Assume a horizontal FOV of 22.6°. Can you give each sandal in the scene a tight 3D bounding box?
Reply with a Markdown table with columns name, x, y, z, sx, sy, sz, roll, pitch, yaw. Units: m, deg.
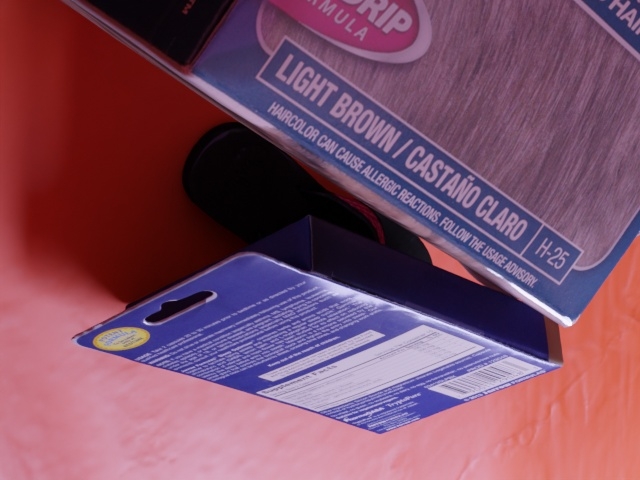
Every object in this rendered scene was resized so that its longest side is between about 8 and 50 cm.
| name | x | y | z | sx | sy | sz | roll | pitch | yaw |
| --- | --- | --- | --- | --- | --- | --- | --- | --- | --- |
| sandal | 0.000 | 0.000 | 0.840 | 0.179 | 0.040 | 0.067 | 33 | 91 | -41 |

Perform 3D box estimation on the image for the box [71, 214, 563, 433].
| name | x | y | z | sx | sy | sz | roll | pitch | yaw |
| --- | --- | --- | --- | --- | --- | --- | --- | --- | --- |
| box | 0.001 | 0.044 | 0.813 | 0.225 | 0.136 | 0.036 | 21 | 56 | -41 |

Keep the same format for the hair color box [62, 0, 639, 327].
| name | x | y | z | sx | sy | sz | roll | pitch | yaw |
| --- | --- | --- | --- | --- | --- | --- | --- | --- | --- |
| hair color box | -0.042 | -0.114 | 0.547 | 0.174 | 0.347 | 0.105 | 31 | 93 | -41 |

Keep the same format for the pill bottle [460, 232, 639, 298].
| name | x | y | z | sx | sy | sz | roll | pitch | yaw |
| --- | --- | --- | --- | --- | --- | --- | --- | --- | --- |
| pill bottle | 0.166 | -0.069 | 0.869 | 0.221 | 0.121 | 0.121 | -30 | 127 | -20 |
